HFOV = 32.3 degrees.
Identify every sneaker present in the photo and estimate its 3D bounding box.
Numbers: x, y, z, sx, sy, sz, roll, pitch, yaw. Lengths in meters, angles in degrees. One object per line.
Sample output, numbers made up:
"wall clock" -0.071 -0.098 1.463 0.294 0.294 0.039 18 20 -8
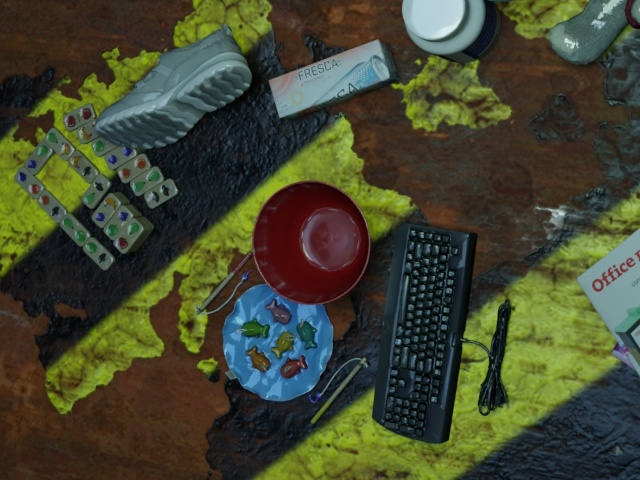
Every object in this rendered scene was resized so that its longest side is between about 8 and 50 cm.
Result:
"sneaker" -0.229 -0.234 1.718 0.281 0.105 0.115 -23 57 20

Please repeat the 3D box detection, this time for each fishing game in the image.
"fishing game" -0.072 0.156 1.701 0.264 0.041 0.189 46 104 12

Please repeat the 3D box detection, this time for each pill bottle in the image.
"pill bottle" 0.176 -0.305 1.506 0.112 0.187 0.112 1 94 19

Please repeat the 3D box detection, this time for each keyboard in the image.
"keyboard" 0.185 0.142 1.615 0.202 0.033 0.317 9 97 18

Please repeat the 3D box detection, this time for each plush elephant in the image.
"plush elephant" 0.455 -0.335 1.362 0.272 0.255 0.330 35 102 20

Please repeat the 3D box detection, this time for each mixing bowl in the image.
"mixing bowl" 0.000 0.000 1.634 0.182 0.098 0.181 2 95 19

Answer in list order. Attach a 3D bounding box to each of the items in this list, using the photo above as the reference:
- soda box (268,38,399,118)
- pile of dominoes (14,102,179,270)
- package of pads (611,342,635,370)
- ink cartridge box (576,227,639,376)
"soda box" 0.019 -0.236 1.634 0.183 0.058 0.063 -18 87 20
"pile of dominoes" -0.371 -0.091 1.790 0.251 0.040 0.196 43 106 12
"package of pads" 0.449 0.159 1.522 0.083 0.032 0.050 36 101 14
"ink cartridge box" 0.489 0.099 1.399 0.201 0.117 0.278 -47 66 42
